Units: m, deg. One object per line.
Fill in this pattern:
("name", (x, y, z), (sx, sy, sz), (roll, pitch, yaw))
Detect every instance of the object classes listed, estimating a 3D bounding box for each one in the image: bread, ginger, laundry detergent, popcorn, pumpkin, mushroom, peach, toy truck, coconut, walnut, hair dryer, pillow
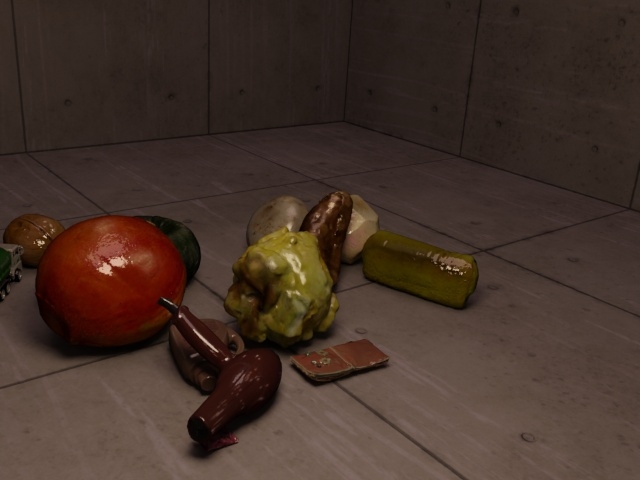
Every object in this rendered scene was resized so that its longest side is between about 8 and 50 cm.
("bread", (0.289, 0.083, 2.113), (0.384, 0.166, 0.112), (18, 6, 32))
("ginger", (0.000, 0.000, 2.139), (0.172, 0.321, 0.165), (-3, -20, 41))
("laundry detergent", (-0.259, 0.270, 1.666), (0.171, 0.076, 0.237), (-6, 24, -25))
("popcorn", (-0.106, 0.120, 1.817), (0.312, 0.312, 0.312), (3, 21, -1))
("pumpkin", (-0.507, 0.032, 2.059), (0.300, 0.207, 0.300), (3, 23, -1))
("mushroom", (-0.115, -0.020, 2.312), (0.244, 0.243, 0.243), (3, 21, -1))
("peach", (-0.529, 0.108, 1.750), (0.373, 0.372, 0.290), (-11, -4, -34))
("toy truck", (-0.925, 0.086, 1.966), (0.101, 0.124, 0.242), (1, 20, -4))
("coconut", (0.078, -0.043, 2.323), (0.197, 0.236, 0.237), (-37, 37, -19))
("walnut", (-0.880, -0.001, 2.154), (0.207, 0.167, 0.167), (13, 23, 28))
("hair dryer", (-0.260, 0.249, 1.494), (0.340, 0.123, 0.312), (41, 26, 12))
("pillow", (0.048, 0.291, 1.708), (0.233, 0.043, 0.126), (-9, 24, -31))

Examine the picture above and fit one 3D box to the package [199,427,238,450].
("package", (-0.214, 0.399, 1.406), (0.083, 0.029, 0.059), (-4, 24, -43))
